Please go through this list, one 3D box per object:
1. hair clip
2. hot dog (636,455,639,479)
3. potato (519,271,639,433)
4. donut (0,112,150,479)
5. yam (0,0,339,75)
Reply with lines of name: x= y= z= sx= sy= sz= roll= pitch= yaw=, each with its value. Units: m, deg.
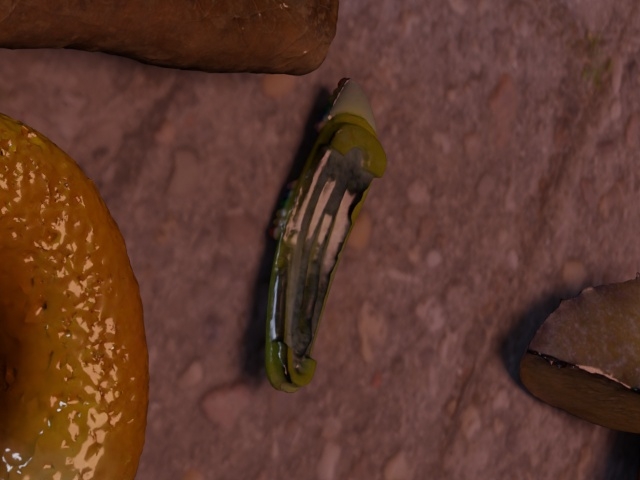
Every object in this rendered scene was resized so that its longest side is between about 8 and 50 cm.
hair clip: x=0.000 y=0.000 z=0.977 sx=0.060 sy=0.033 sz=0.188 roll=32 pitch=68 yaw=-45
hot dog: x=0.324 y=0.168 z=1.240 sx=0.257 sy=0.153 sz=0.150 roll=-51 pitch=131 yaw=-27
potato: x=0.208 y=0.084 z=1.181 sx=0.172 sy=0.089 sz=0.101 roll=15 pitch=59 yaw=-14
donut: x=-0.185 y=0.061 z=0.739 sx=0.277 sy=0.108 sz=0.277 roll=-6 pitch=98 yaw=-45
yam: x=-0.128 y=-0.124 z=0.809 sx=0.356 sy=0.081 sz=0.081 roll=-3 pitch=96 yaw=-44
